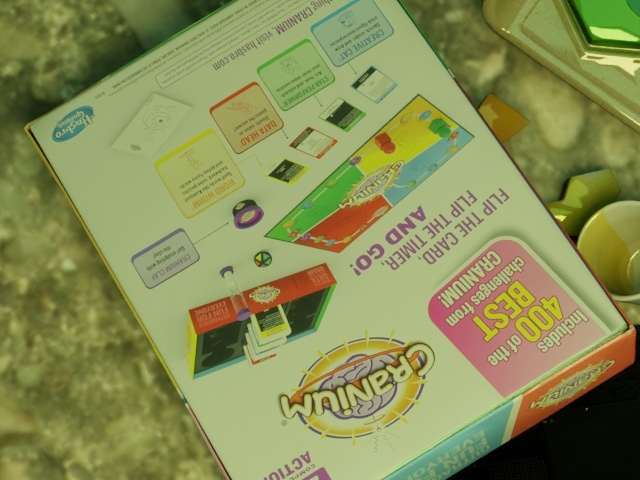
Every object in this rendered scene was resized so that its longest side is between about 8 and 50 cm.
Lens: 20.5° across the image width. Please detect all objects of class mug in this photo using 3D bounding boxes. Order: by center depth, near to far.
[{"bbox_3d":[0.191,0.010,1.093,0.078,0.064,0.062,25,89,30],"label":"mug"}]

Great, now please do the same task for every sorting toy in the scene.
[{"bbox_3d":[0.222,-0.125,1.117,0.229,0.041,0.307,36,87,-1],"label":"sorting toy"}]

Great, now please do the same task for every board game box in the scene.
[{"bbox_3d":[0.000,0.000,1.055,0.242,0.064,0.316,-31,66,-2],"label":"board game box"}]

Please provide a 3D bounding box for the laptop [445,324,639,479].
[{"bbox_3d":[0.126,0.205,1.071,0.234,0.136,0.264,-8,50,-3],"label":"laptop"}]
